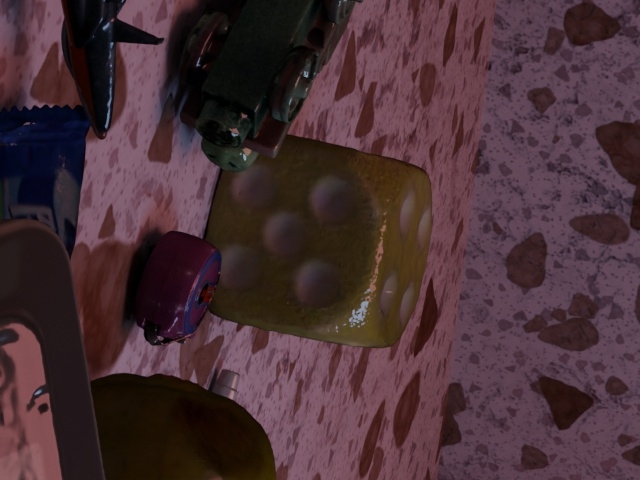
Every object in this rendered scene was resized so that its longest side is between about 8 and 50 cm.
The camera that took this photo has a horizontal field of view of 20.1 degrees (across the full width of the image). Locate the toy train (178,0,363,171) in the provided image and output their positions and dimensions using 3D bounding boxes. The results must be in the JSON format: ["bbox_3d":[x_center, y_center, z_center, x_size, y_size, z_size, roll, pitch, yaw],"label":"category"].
[{"bbox_3d":[-0.053,-0.210,1.962,0.221,0.150,0.304,100,15,-66],"label":"toy train"}]

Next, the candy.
[{"bbox_3d":[-0.269,0.041,1.512,0.187,0.077,0.331,-23,128,-69],"label":"candy"}]

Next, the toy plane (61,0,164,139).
[{"bbox_3d":[-0.178,-0.227,1.455,0.223,0.104,0.326,-54,143,-54],"label":"toy plane"}]

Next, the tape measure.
[{"bbox_3d":[-0.157,0.053,1.944,0.118,0.074,0.125,16,93,-81],"label":"tape measure"}]

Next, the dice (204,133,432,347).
[{"bbox_3d":[0.000,0.000,2.187,0.238,0.226,0.233,8,93,-74],"label":"dice"}]

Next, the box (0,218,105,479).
[{"bbox_3d":[-0.290,0.195,1.201,0.367,0.090,0.373,-25,114,-50],"label":"box"}]

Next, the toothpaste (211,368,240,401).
[{"bbox_3d":[-0.147,0.267,2.259,0.052,0.033,0.218,48,60,-71],"label":"toothpaste"}]

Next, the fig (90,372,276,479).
[{"bbox_3d":[-0.167,0.266,1.765,0.239,0.239,0.271,31,68,-75],"label":"fig"}]
